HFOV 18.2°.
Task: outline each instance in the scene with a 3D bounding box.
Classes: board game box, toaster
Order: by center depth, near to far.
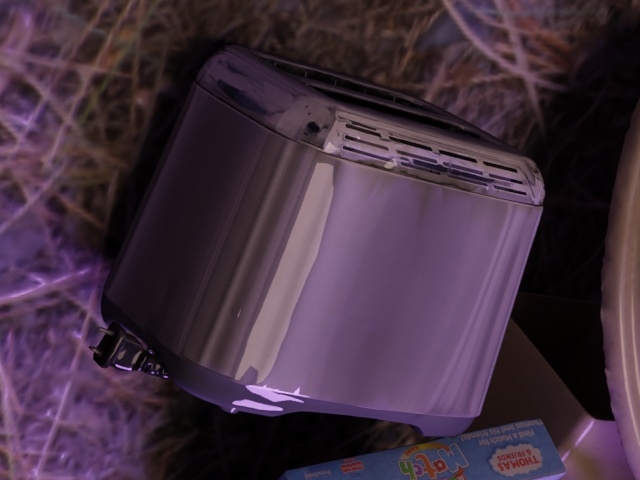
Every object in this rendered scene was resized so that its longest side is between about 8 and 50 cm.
[{"bbox_3d":[0.000,0.000,0.941,0.227,0.129,0.146,12,104,-39],"label":"toaster"},{"bbox_3d":[0.009,0.170,1.041,0.160,0.039,0.211,-8,150,-34],"label":"board game box"}]

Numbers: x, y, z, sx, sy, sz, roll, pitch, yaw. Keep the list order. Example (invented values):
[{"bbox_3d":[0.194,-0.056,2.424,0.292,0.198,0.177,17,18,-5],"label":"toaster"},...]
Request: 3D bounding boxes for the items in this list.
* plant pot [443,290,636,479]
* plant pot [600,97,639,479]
[{"bbox_3d":[0.134,0.102,1.125,0.109,0.109,0.096,8,123,-41],"label":"plant pot"},{"bbox_3d":[0.364,0.025,1.033,0.334,0.305,0.334,-3,94,-49],"label":"plant pot"}]
